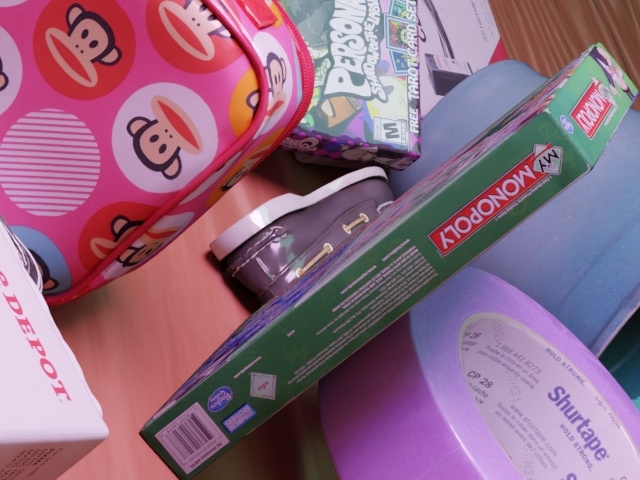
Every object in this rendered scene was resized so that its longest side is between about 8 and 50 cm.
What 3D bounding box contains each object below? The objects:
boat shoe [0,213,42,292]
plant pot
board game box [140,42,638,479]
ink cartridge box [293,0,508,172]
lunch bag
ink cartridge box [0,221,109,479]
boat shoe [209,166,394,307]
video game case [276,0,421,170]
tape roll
[{"bbox_3d":[-0.233,-0.036,1.068,0.219,0.070,0.077,39,41,-16],"label":"boat shoe"},{"bbox_3d":[0.198,-0.007,1.623,0.255,0.271,0.272,43,18,23],"label":"plant pot"},{"bbox_3d":[0.047,0.008,1.210,0.046,0.317,0.213,51,22,-2],"label":"board game box"},{"bbox_3d":[0.059,-0.169,1.732,0.273,0.114,0.197,1,68,-61],"label":"ink cartridge box"},{"bbox_3d":[-0.152,-0.138,1.152,0.293,0.258,0.120,51,23,3],"label":"lunch bag"},{"bbox_3d":[-0.234,0.048,0.908,0.237,0.100,0.172,7,48,-58],"label":"ink cartridge box"},{"bbox_3d":[0.000,0.000,1.460,0.068,0.081,0.228,55,30,7],"label":"boat shoe"},{"bbox_3d":[-0.022,-0.181,1.533,0.210,0.042,0.232,9,69,-25],"label":"video game case"},{"bbox_3d":[0.127,0.149,1.295,0.275,0.090,0.275,37,28,-24],"label":"tape roll"}]
